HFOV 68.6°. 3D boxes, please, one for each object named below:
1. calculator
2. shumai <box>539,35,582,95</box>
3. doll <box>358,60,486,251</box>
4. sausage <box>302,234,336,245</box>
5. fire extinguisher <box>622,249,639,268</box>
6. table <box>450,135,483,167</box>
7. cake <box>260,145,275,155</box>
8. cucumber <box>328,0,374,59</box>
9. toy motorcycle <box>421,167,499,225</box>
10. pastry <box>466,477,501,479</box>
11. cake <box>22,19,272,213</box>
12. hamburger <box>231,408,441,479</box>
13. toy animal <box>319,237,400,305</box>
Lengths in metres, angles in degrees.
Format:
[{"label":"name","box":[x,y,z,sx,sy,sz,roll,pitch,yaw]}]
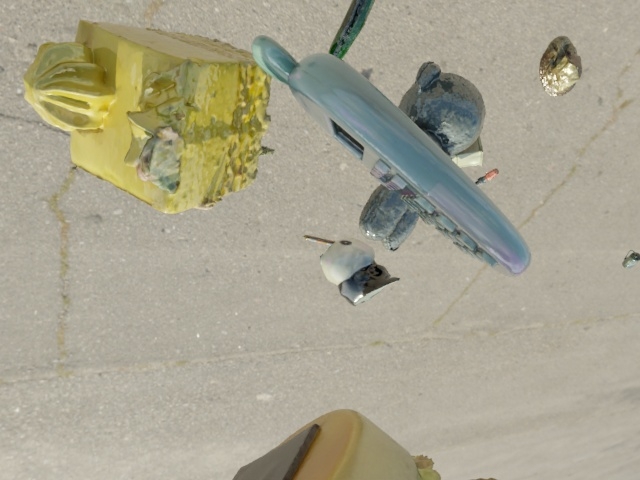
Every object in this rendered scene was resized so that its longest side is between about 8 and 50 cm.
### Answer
[{"label":"calculator","box":[0.058,-0.076,0.403,0.041,0.299,0.185,-48,179,7]},{"label":"shumai","box":[0.631,-0.439,1.202,0.123,0.105,0.139,-31,141,-13]},{"label":"doll","box":[0.161,-0.154,0.857,0.246,0.158,0.340,16,108,-54]},{"label":"sausage","box":[0.000,0.000,1.260,0.100,0.015,0.015,13,131,-16]},{"label":"fire extinguisher","box":[0.805,0.046,1.213,0.025,0.038,0.083,-26,156,4]},{"label":"table","box":[0.339,-0.218,1.122,0.083,0.079,0.062,-7,153,12]},{"label":"cake","box":[-0.159,-0.210,1.059,0.140,0.051,0.055,-29,129,-50]},{"label":"cucumber","box":[0.057,-0.339,0.677,0.036,0.033,0.184,16,124,-20]},{"label":"toy motorcycle","box":[0.257,-0.196,1.073,0.148,0.325,0.221,-11,163,-30]},{"label":"pastry","box":[0.236,0.484,0.698,0.235,0.132,0.240,-42,104,5]},{"label":"cake","box":[-0.238,-0.181,0.686,0.286,0.228,0.222,-38,147,-56]},{"label":"hamburger","box":[-0.014,0.295,0.406,0.300,0.176,0.300,-38,180,0]},{"label":"toy animal","box":[0.095,0.072,1.215,0.166,0.179,0.138,-41,174,27]}]
